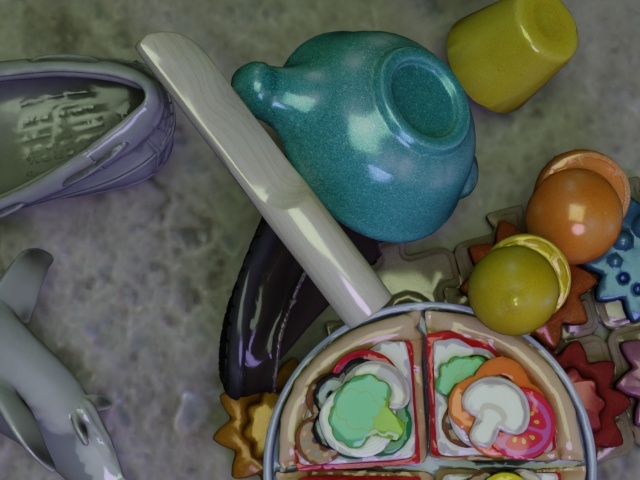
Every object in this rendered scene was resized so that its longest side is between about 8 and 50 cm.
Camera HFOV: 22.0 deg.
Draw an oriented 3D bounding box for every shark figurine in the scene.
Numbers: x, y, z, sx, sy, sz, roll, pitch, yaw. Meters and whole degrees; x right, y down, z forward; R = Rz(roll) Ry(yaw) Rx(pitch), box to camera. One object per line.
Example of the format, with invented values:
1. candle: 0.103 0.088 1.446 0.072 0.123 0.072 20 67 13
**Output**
1. shark figurine: -0.186 0.124 0.995 0.116 0.166 0.278 -24 112 25

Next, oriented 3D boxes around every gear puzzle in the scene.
1. gear puzzle: 0.095 0.073 1.026 0.339 0.044 0.175 -14 82 -5

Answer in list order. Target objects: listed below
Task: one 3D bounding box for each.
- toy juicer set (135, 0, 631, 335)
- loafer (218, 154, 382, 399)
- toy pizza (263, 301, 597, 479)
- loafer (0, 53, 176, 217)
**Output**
1. toy juicer set: 0.048 -0.031 0.948 0.329 0.089 0.209 -14 78 -41
2. loafer: 0.000 0.000 1.006 0.078 0.080 0.220 22 74 -2
3. toy pizza: 0.066 0.136 0.982 0.201 0.032 0.201 0 84 1
4. loafer: -0.246 -0.053 0.995 0.319 0.111 0.112 -16 82 -5
